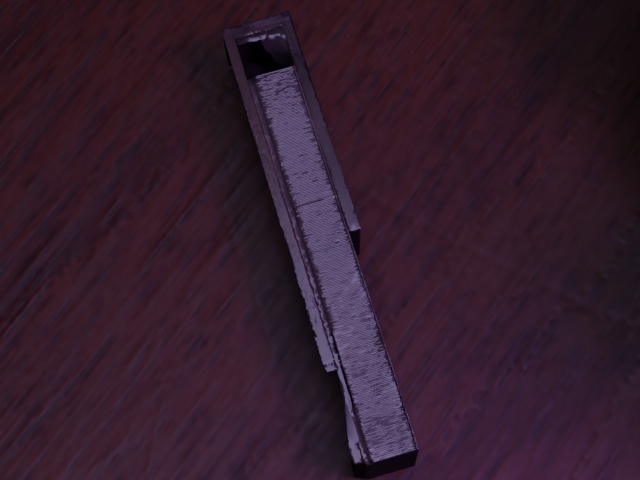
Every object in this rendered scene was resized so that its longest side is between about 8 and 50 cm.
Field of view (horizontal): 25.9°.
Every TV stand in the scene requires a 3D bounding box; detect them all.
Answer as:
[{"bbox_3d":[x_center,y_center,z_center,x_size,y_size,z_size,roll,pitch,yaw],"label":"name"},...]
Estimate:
[{"bbox_3d":[0.000,0.000,0.756,0.040,0.049,0.257,-16,71,-5],"label":"TV stand"}]
